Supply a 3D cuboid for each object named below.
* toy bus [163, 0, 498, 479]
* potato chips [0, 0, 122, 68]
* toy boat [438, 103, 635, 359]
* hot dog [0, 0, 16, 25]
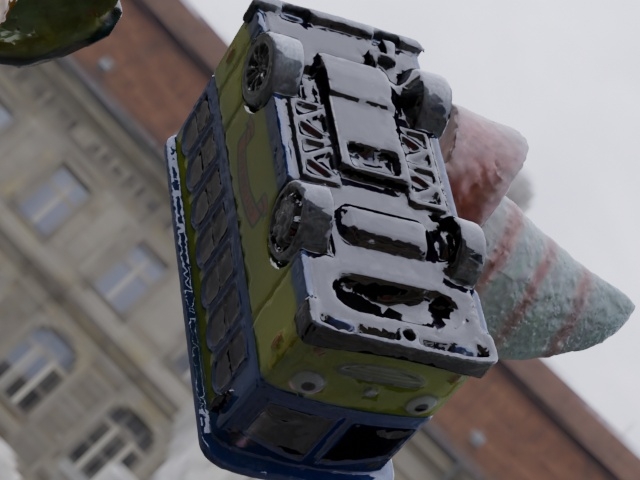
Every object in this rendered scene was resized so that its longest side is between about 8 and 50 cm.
[{"bbox_3d":[0.000,0.000,1.185,0.138,0.288,0.175,13,-46,-25],"label":"toy bus"},{"bbox_3d":[-0.185,-0.270,1.128,0.070,0.429,0.358,62,21,-67],"label":"potato chips"},{"bbox_3d":[0.158,0.027,1.573,0.282,0.206,0.096,37,-15,-32],"label":"toy boat"},{"bbox_3d":[-0.138,-0.110,0.665,0.068,0.289,0.083,13,-41,5],"label":"hot dog"}]
